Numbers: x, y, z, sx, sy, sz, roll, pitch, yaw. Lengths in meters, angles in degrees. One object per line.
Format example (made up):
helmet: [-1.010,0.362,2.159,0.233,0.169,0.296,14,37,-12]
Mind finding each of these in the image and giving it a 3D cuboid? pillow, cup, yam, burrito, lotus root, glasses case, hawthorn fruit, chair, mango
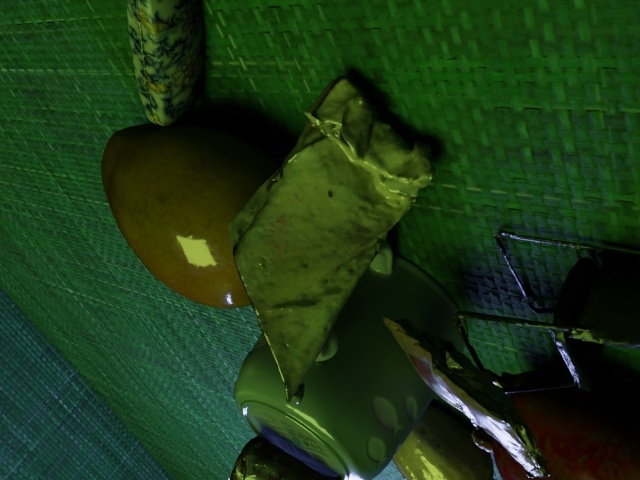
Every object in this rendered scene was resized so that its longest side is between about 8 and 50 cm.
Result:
pillow: [0.168,0.172,0.847,0.135,0.049,0.248,56,172,-31]
cup: [0.033,0.156,1.021,0.260,0.274,0.356,25,148,22]
yam: [-0.053,0.331,1.002,0.141,0.079,0.079,28,148,15]
burrito: [-0.011,-0.006,0.834,0.175,0.347,0.107,31,-176,7]
lotus root: [0.207,0.387,1.284,0.257,0.140,0.154,42,144,5]
glasses case: [-0.189,-0.244,0.907,0.065,0.087,0.248,35,148,17]
hawthorn fruit: [0.311,0.249,0.936,0.248,0.208,0.208,47,155,24]
chair: [0.285,0.084,0.793,0.221,0.140,0.145,-1,136,42]
mango: [-0.178,-0.048,1.034,0.378,0.221,0.263,31,164,41]

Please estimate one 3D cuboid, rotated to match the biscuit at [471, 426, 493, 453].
biscuit: [0.309,0.309,1.104,0.206,0.126,0.025,-2,89,50]
